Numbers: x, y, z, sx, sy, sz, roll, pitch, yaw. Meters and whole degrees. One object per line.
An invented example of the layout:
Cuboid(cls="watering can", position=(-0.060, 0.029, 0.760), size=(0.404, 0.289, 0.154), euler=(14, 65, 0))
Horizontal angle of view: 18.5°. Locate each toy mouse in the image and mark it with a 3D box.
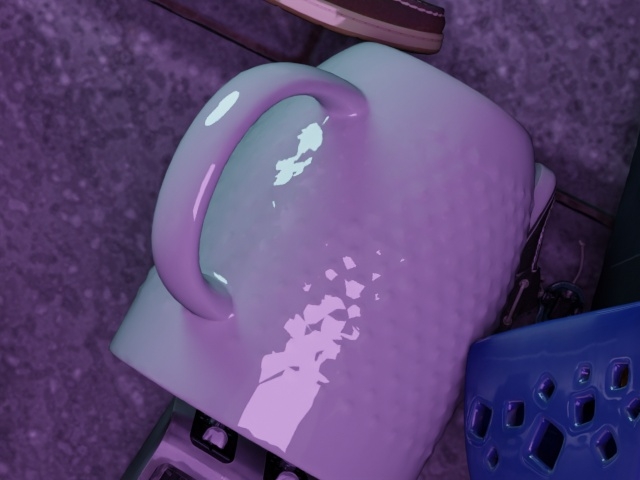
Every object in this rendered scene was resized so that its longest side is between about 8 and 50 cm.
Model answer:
Cuboid(cls="toy mouse", position=(0.249, 0.065, 1.770), size=(0.161, 0.031, 0.143), euler=(-18, 100, 1))

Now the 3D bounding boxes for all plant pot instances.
Cuboid(cls="plant pot", position=(0.251, 0.192, 1.472), size=(0.236, 0.236, 0.212), euler=(23, 67, -28))

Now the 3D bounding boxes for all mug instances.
Cuboid(cls="mug", position=(0.000, 0.000, 1.582), size=(0.276, 0.374, 0.328), euler=(27, 85, 38))

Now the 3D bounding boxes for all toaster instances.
Cuboid(cls="toaster", position=(-0.108, 0.255, 1.753), size=(0.168, 0.110, 0.185), euler=(33, 98, -6))

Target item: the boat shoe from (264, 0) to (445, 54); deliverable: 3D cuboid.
Cuboid(cls="boat shoe", position=(-0.036, -0.269, 1.662), size=(0.342, 0.123, 0.123), euler=(27, 99, 0))

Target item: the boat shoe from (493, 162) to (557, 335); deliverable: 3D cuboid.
Cuboid(cls="boat shoe", position=(0.160, 0.036, 1.745), size=(0.070, 0.078, 0.219), euler=(27, 100, -16))

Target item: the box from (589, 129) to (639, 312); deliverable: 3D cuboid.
Cuboid(cls="box", position=(0.451, -0.131, 1.453), size=(0.297, 0.480, 0.471), euler=(20, 79, -6))
